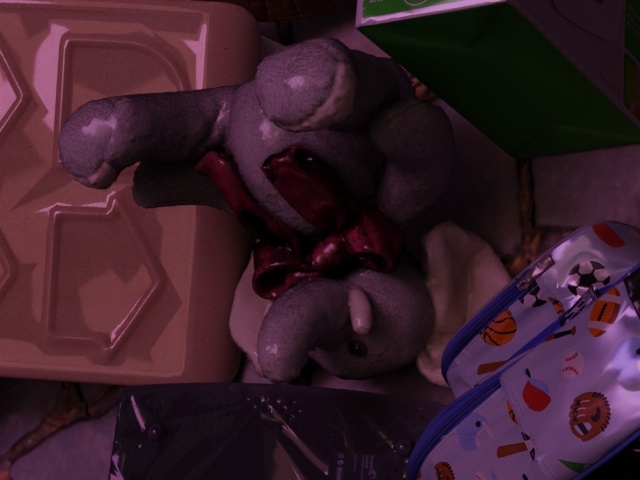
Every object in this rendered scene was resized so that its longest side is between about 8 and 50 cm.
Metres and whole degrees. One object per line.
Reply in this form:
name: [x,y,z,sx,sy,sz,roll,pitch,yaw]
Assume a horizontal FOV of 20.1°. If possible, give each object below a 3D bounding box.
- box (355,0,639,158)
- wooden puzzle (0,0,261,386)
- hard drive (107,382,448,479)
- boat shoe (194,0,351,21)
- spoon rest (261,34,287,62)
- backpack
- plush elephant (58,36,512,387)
box: [0.144,-0.216,1.334,0.126,0.262,0.231,-6,68,31]
wooden puzzle: [-0.231,-0.045,1.522,0.347,0.080,0.322,4,90,1]
hard drive: [-0.032,0.196,1.355,0.254,0.054,0.172,3,66,5]
boat shoe: [0.018,-0.266,1.522,0.285,0.105,0.089,-16,47,2]
spoon rest: [-0.126,-0.211,1.622,0.276,0.084,0.137,35,93,37]
backpack: [0.189,0.130,1.181,0.263,0.276,0.213,-45,49,19]
plush elephant: [0.000,0.000,1.361,0.271,0.330,0.256,-11,88,33]
